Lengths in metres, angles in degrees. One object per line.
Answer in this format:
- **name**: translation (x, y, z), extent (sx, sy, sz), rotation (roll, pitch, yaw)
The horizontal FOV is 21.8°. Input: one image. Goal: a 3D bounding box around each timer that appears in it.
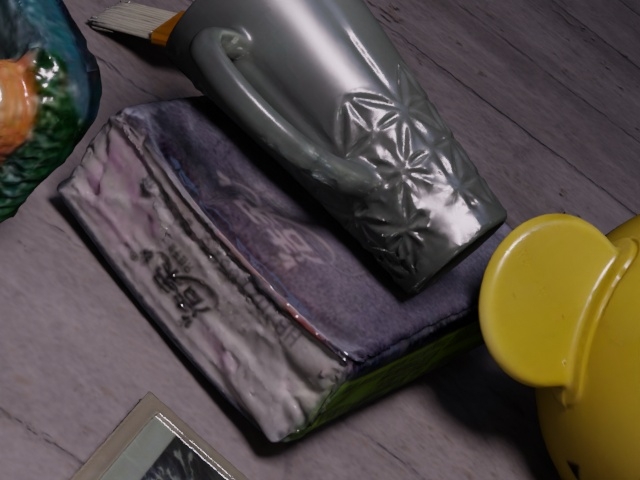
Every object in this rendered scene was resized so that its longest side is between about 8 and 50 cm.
- **timer**: translation (0.338, 0.088, 1.460), extent (0.387, 0.376, 0.376), rotation (60, 25, -15)

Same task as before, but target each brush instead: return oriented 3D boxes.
- **brush**: translation (-0.060, -0.181, 1.568), extent (0.314, 0.017, 0.090), rotation (15, 26, 10)

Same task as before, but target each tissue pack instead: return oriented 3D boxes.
- **tissue pack**: translation (0.000, 0.000, 1.422), extent (0.288, 0.124, 0.394), rotation (46, 28, 16)

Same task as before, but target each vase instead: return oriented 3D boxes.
- **vase**: translation (0.011, -0.099, 1.308), extent (0.301, 0.156, 0.251), rotation (50, 26, 7)

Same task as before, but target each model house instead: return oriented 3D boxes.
- **model house**: translation (-0.340, -0.132, 1.143), extent (0.291, 0.184, 0.253), rotation (-4, 56, -47)

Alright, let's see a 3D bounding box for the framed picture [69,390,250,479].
- **framed picture**: translation (-0.057, 0.242, 1.123), extent (0.281, 0.019, 0.209), rotation (41, 28, -2)
